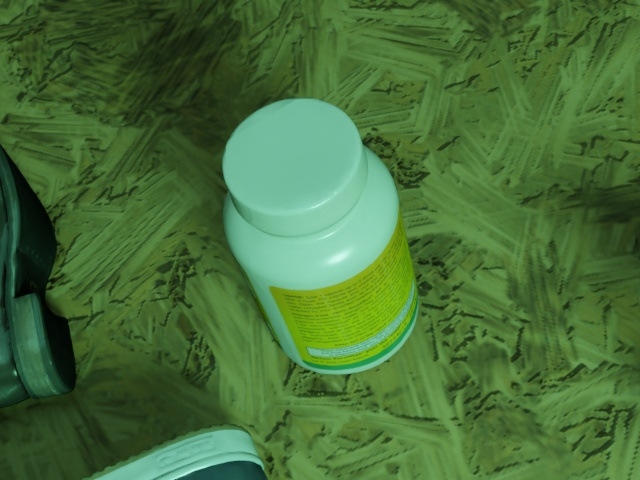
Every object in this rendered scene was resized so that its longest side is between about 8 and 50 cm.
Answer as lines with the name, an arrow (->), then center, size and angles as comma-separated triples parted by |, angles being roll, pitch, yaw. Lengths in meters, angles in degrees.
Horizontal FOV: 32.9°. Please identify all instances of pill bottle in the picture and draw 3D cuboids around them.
pill bottle -> 0.000, 0.000, 0.741 | 0.117, 0.208, 0.118 | -6, 58, 9

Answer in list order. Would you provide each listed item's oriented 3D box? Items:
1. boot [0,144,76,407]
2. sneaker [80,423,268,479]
boot -> -0.324, 0.052, 0.850 | 0.229, 0.091, 0.263 | -18, 59, 0
sneaker -> -0.147, 0.242, 0.691 | 0.282, 0.099, 0.153 | -25, 55, -7
